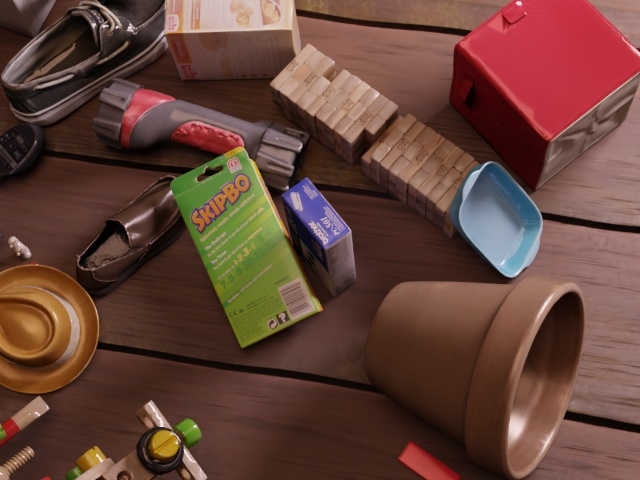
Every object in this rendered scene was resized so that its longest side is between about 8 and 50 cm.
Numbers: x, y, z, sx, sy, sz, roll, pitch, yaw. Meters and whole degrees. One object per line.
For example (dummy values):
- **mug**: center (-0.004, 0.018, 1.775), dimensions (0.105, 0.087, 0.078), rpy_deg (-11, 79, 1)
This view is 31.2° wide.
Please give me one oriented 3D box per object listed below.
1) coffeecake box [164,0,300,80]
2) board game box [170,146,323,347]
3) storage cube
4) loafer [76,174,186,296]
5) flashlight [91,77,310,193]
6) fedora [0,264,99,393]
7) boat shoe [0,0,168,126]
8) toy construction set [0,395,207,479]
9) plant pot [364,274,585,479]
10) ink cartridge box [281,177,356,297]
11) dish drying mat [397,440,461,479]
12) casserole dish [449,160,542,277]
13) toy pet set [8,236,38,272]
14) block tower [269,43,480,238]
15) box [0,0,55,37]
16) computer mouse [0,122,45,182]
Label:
- **coffeecake box**: center (-0.127, -0.301, 1.706), dimensions (0.185, 0.142, 0.068), rpy_deg (-1, 69, 3)
- **board game box**: center (-0.107, 0.008, 1.612), dimensions (0.124, 0.039, 0.259), rpy_deg (-26, 84, 8)
- **storage cube**: center (0.319, -0.224, 1.624), dimensions (0.215, 0.183, 0.193), rpy_deg (-37, 72, -9)
- **loafer**: center (-0.265, -0.012, 1.644), dimensions (0.080, 0.078, 0.220), rpy_deg (37, 77, 15)
- **flashlight**: center (-0.178, -0.147, 1.682), dimensions (0.304, 0.103, 0.103), rpy_deg (20, 35, 7)
- **fedora**: center (-0.409, 0.119, 1.597), dimensions (0.194, 0.079, 0.194), rpy_deg (-1, 78, 5)
- **boat shoe**: center (-0.334, -0.304, 1.734), dimensions (0.121, 0.119, 0.335), rpy_deg (42, 77, 17)
- **toy construction set**: center (-0.291, 0.298, 1.486), dimensions (0.309, 0.257, 0.237), rpy_deg (36, 59, 26)
- **plant pot**: center (0.191, 0.149, 1.484), dimensions (0.229, 0.263, 0.263), rpy_deg (17, 71, 29)
- **ink cartridge box**: center (0.000, 0.000, 1.552), dimensions (0.046, 0.207, 0.097), rpy_deg (-36, 71, -9)
- **dish drying mat**: center (0.146, 0.305, 1.537), dimensions (0.083, 0.008, 0.032), rpy_deg (33, 75, 15)
- **casserole dish**: center (0.239, -0.030, 1.585), dimensions (0.037, 0.188, 0.114), rpy_deg (11, 65, 50)
- **toy pet set**: center (-0.490, 0.027, 1.670), dimensions (0.122, 0.065, 0.114), rpy_deg (-35, 106, -5)
- **block tower**: center (0.086, -0.146, 1.662), dimensions (0.335, 0.091, 0.097), rpy_deg (39, 78, 15)
- **box**: center (-0.466, -0.530, 1.775), dimensions (0.168, 0.215, 0.345), rpy_deg (20, 72, 11)
- **computer mouse**: center (-0.506, -0.086, 1.716), dimensions (0.242, 0.041, 0.071), rpy_deg (-40, 63, -3)
